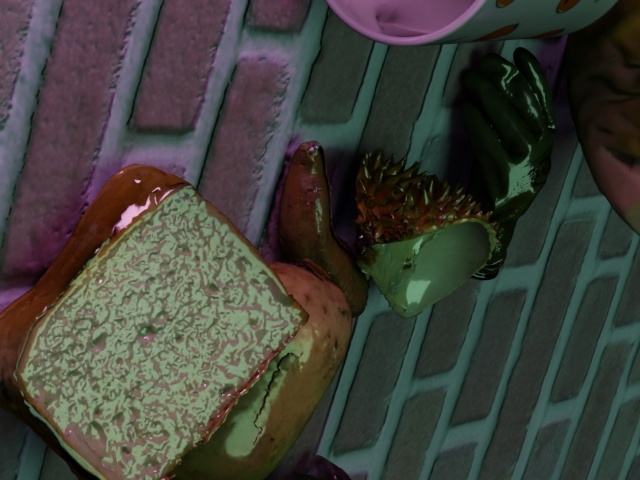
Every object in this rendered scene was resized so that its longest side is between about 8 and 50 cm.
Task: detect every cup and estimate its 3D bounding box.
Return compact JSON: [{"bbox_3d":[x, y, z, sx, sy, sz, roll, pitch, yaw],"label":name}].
[{"bbox_3d":[0.160,-0.288,1.767,0.317,0.212,0.212,-9,119,-54],"label":"cup"}]

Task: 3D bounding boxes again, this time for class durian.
[{"bbox_3d":[0.100,-0.004,1.947,0.139,0.144,0.252,-64,164,-9],"label":"durian"}]

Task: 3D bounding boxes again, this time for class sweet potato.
[{"bbox_3d":[-0.002,0.003,1.885,0.233,0.062,0.081,71,33,-46],"label":"sweet potato"}]

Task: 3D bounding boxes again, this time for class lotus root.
[{"bbox_3d":[-0.078,0.144,1.794,0.160,0.146,0.284,42,68,-38],"label":"lotus root"}]

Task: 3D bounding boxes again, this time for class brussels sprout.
[{"bbox_3d":[0.423,-0.167,2.161,0.281,0.289,0.355,46,46,-58],"label":"brussels sprout"}]

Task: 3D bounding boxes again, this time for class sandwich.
[{"bbox_3d":[-0.158,0.085,1.635,0.251,0.087,0.226,-52,125,-19],"label":"sandwich"}]

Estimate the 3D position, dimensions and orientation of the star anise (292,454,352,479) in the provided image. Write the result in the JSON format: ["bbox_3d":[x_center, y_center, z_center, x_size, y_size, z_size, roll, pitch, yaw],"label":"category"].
[{"bbox_3d":[0.006,0.356,2.036,0.236,0.109,0.223,-13,117,-77],"label":"star anise"}]

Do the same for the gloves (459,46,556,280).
[{"bbox_3d":[0.200,-0.084,2.089,0.135,0.107,0.268,-72,168,-62],"label":"gloves"}]
